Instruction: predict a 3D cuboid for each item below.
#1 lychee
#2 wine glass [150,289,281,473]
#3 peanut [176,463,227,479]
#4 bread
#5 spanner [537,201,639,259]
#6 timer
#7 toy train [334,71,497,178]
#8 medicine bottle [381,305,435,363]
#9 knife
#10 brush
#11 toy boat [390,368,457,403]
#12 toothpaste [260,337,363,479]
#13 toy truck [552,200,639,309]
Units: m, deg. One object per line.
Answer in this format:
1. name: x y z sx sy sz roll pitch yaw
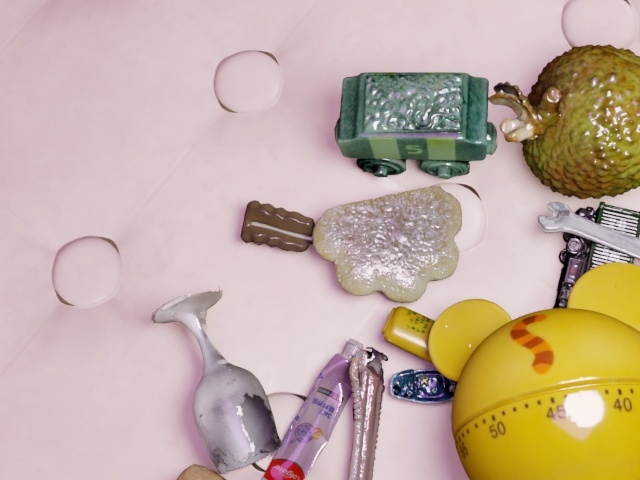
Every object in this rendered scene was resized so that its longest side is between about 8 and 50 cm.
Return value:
1. lychee: 0.467 -0.201 1.374 0.270 0.320 0.269 0 90 39
2. wine glass: -0.180 0.243 1.415 0.143 0.143 0.321 -27 74 -1
3. peanut: -0.187 0.488 1.347 0.129 0.129 0.224 -25 70 0
4. bread: 0.138 0.013 1.456 0.287 0.056 0.207 -16 76 -8
5. spanner: 0.518 0.004 1.362 0.302 0.017 0.071 23 75 14
6. timer: 0.365 0.233 1.214 0.376 0.376 0.386 -9 56 5
7. toy train: 0.169 -0.211 1.446 0.299 0.238 0.166 2 77 9
8. medicine bottle: 0.235 0.194 1.400 0.261 0.095 0.064 24 115 7
9. knife: 0.064 0.366 1.380 0.043 0.089 0.365 -9 69 51
10. brush: 0.000 0.000 1.505 0.301 0.071 0.084 15 92 3
11. toy boat: 0.190 0.253 1.397 0.137 0.061 0.060 3 74 8
12. toothpaste: -0.006 0.310 1.417 0.075 0.048 0.301 27 81 10
13. toy truck: 0.472 0.065 1.402 0.121 0.088 0.259 15 75 11
